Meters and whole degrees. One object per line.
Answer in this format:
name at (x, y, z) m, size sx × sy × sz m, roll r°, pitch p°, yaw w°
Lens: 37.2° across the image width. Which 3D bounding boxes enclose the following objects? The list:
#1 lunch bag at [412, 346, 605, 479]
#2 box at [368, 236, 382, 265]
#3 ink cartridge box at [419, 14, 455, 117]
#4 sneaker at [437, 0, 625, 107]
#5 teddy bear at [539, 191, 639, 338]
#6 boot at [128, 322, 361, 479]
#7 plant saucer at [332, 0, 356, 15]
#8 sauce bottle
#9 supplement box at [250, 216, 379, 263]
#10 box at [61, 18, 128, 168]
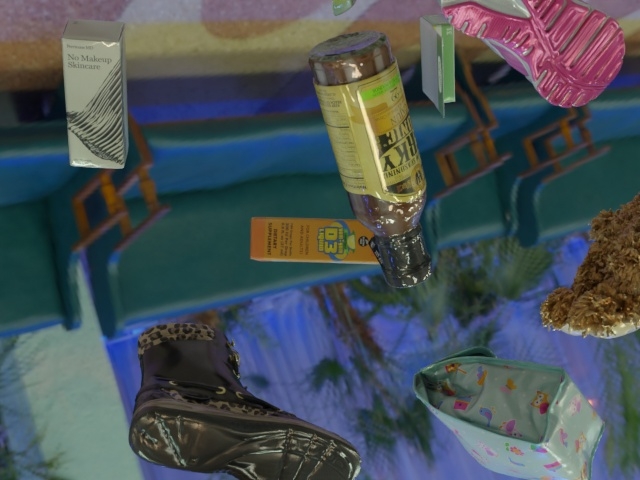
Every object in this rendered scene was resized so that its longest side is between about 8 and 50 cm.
lunch bag at (0.302, 0.288, 1.564) m, size 0.262 × 0.160 × 0.223 m, roll 5°, pitch 151°, yaw 40°
box at (0.123, 0.025, 1.510) m, size 0.067 × 0.083 × 0.018 m, roll -14°, pitch 152°, yaw -30°
ink cartridge box at (0.257, -0.371, 2.008) m, size 0.056 × 0.171 × 0.235 m, roll -7°, pitch -157°, yaw -5°
sneaker at (0.205, -0.227, 0.950) m, size 0.252 × 0.111 × 0.103 m, roll 29°, pitch 113°, yaw -33°
teddy bear at (0.368, -0.018, 1.021) m, size 0.338 × 0.113 × 0.245 m, roll -43°, pitch 178°, yaw 9°
boot at (-0.132, 0.270, 1.551) m, size 0.377 × 0.284 × 0.138 m, roll 14°, pitch 111°, yaw -20°
plant saucer at (0.070, -0.602, 2.049) m, size 0.037 × 0.241 × 0.241 m, roll 12°, pitch 170°, yaw 7°
sauce bottle at (0.079, -0.099, 1.253) m, size 0.111 × 0.344 × 0.111 m, roll -14°, pitch -153°, yaw 8°
supplement box at (0.000, 0.000, 1.631) m, size 0.233 × 0.078 × 0.080 m, roll 1°, pitch 177°, yaw 5°
box at (-0.428, -0.277, 1.822) m, size 0.113 × 0.094 × 0.275 m, roll 2°, pitch 126°, yaw -5°
